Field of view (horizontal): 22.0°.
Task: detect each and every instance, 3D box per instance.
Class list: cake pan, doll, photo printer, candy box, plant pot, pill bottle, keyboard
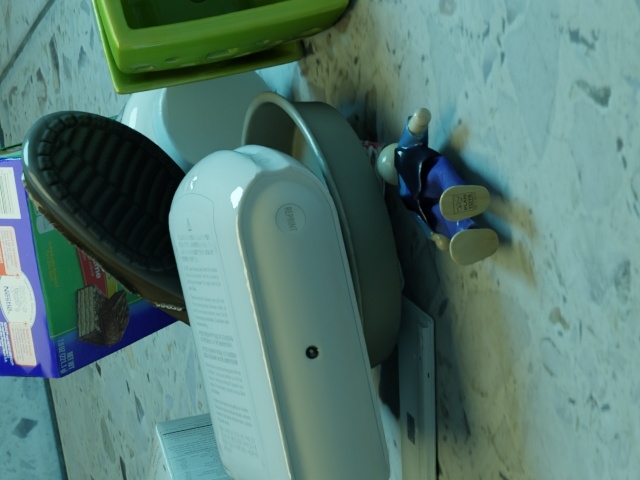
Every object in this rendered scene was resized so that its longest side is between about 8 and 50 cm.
[{"bbox_3d":[0.000,0.000,1.542,0.293,0.054,0.293,166,90,-72],"label":"cake pan"},{"bbox_3d":[0.091,-0.046,1.351,0.189,0.046,0.129,-132,27,-67],"label":"doll"},{"bbox_3d":[-0.046,0.068,1.470,0.256,0.107,0.308,177,80,-71],"label":"photo printer"},{"bbox_3d":[-0.278,-0.004,2.020,0.122,0.317,0.268,1,105,32],"label":"candy box"},{"bbox_3d":[-0.119,-0.269,1.583,0.207,0.227,0.228,123,133,-72],"label":"plant pot"},{"bbox_3d":[-0.146,-0.100,1.814,0.301,0.169,0.169,148,111,-69],"label":"pill bottle"},{"bbox_3d":[0.090,0.178,1.528,0.072,0.014,0.256,-130,35,-64],"label":"keyboard"}]

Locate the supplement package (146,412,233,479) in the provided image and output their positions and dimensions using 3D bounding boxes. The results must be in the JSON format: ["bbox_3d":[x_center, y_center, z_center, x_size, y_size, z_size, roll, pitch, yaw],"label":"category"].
[{"bbox_3d":[-0.112,0.339,1.970,0.194,0.149,0.203,104,150,-50],"label":"supplement package"}]

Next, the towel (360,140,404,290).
[{"bbox_3d":[0.026,-0.030,1.579,0.197,0.029,0.144,-163,61,-69],"label":"towel"}]

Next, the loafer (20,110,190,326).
[{"bbox_3d":[-0.168,0.015,1.685,0.130,0.366,0.134,-24,31,51],"label":"loafer"}]
